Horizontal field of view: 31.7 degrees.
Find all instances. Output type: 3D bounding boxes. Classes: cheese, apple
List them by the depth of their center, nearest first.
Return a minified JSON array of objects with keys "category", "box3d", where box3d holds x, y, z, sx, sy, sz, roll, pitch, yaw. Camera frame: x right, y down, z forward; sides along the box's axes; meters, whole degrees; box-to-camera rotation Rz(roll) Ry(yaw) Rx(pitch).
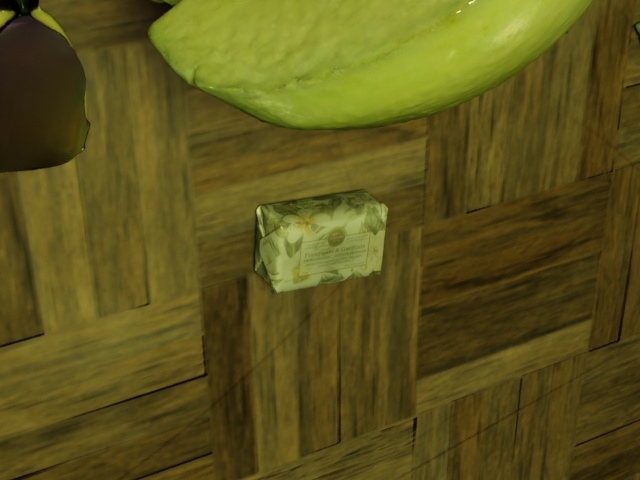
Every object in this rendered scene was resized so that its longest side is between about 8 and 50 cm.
[{"category":"apple","box3d":[0.019,-0.204,0.611,0.258,0.295,0.233,-44,171,20]},{"category":"cheese","box3d":[-0.181,-0.121,0.673,0.086,0.036,0.163,-8,120,-25]}]

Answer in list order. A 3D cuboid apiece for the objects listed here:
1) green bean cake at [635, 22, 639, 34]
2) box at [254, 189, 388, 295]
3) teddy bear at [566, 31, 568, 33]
[{"category":"green bean cake","box3d":[0.379,-0.187,0.948,0.181,0.094,0.173,-49,131,3]},{"category":"box","box3d":[0.000,0.000,0.852,0.098,0.045,0.062,-11,121,-25]},{"category":"teddy bear","box3d":[0.167,-0.249,0.756,0.182,0.129,0.251,-3,117,-29]}]
